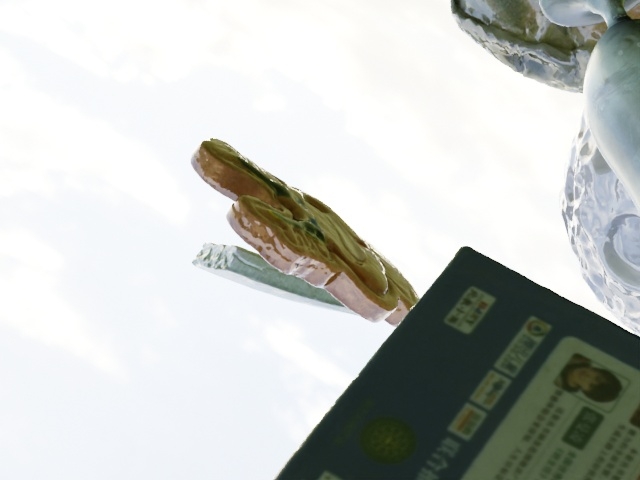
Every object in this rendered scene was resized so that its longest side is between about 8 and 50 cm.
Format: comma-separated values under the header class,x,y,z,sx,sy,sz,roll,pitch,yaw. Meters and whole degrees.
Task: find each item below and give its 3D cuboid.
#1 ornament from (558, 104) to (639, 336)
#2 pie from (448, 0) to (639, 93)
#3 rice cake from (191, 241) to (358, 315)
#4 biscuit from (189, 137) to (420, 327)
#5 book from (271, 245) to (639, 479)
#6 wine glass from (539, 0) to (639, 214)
class,x,y,z,sx,sy,sz,roll,pitch,yaw
ornament,0.385,-0.036,1.580,0.337,0.337,0.337,28,-162,-10
pie,0.236,-0.279,1.447,0.337,0.337,0.075,43,-166,31
rice cake,-0.035,0.052,2.213,0.237,0.043,0.127,18,176,-25
biscuit,0.000,0.000,1.917,0.334,0.047,0.202,33,-164,-43
book,0.188,0.197,1.010,0.428,0.039,0.300,29,-126,18
wine glass,0.216,-0.094,1.167,0.093,0.093,0.202,15,-133,-41
